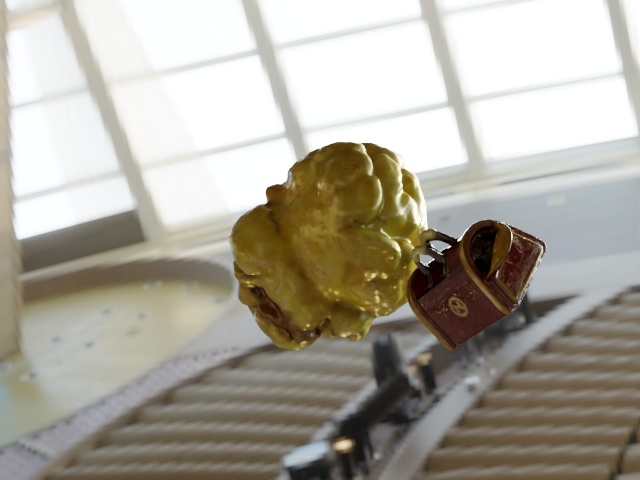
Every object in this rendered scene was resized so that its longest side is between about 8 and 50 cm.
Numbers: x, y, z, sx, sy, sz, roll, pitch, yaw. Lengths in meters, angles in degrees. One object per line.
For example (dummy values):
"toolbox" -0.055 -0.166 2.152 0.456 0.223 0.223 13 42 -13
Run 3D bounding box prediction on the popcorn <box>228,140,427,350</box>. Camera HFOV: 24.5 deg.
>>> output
"popcorn" 0.000 0.000 1.445 0.203 0.200 0.226 -7 -167 -25

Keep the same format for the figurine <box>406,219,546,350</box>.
"figurine" 0.131 0.022 1.316 0.082 0.098 0.154 -56 -175 -31
